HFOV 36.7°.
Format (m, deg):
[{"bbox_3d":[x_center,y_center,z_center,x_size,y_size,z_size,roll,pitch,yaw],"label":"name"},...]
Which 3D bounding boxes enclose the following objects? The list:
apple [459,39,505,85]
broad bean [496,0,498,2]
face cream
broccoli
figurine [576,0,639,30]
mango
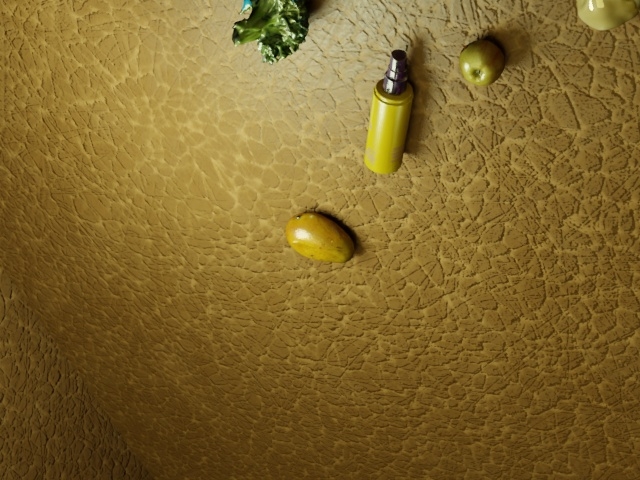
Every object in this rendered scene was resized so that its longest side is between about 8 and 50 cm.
[{"bbox_3d":[0.282,-0.311,1.696,0.084,0.071,0.084,19,140,16],"label":"apple"},{"bbox_3d":[0.233,-0.525,1.496,0.098,0.056,0.318,-35,109,11],"label":"broad bean"},{"bbox_3d":[0.135,-0.249,1.854,0.078,0.078,0.273,21,141,13],"label":"face cream"},{"bbox_3d":[-0.098,-0.408,1.780,0.154,0.160,0.167,61,152,8],"label":"broccoli"},{"bbox_3d":[0.485,-0.381,1.459,0.196,0.114,0.108,-3,130,31],"label":"figurine"},{"bbox_3d":[-0.001,-0.005,2.197,0.165,0.089,0.115,20,142,10],"label":"mango"}]
